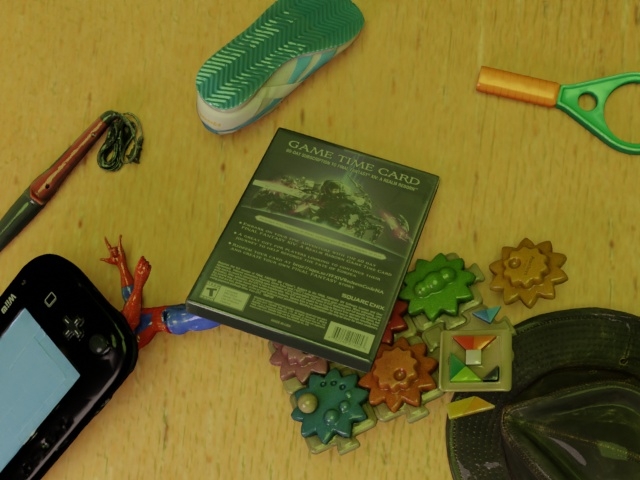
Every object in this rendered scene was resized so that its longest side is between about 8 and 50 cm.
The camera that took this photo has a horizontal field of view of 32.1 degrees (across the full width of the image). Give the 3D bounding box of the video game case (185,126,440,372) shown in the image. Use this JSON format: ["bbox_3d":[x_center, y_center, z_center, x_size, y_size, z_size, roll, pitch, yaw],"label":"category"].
[{"bbox_3d":[0.000,0.000,1.180,0.196,0.026,0.274,18,49,8],"label":"video game case"}]

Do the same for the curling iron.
[{"bbox_3d":[-0.313,-0.049,1.285,0.274,0.035,0.068,-41,80,-1],"label":"curling iron"}]

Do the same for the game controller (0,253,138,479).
[{"bbox_3d":[-0.329,0.167,1.199,0.166,0.067,0.319,44,108,8],"label":"game controller"}]

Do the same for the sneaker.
[{"bbox_3d":[-0.049,-0.205,1.261,0.229,0.092,0.087,-35,77,-20],"label":"sneaker"}]

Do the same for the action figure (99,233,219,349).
[{"bbox_3d":[-0.151,0.048,1.214,0.281,0.091,0.139,-14,96,10],"label":"action figure"}]

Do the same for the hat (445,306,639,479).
[{"bbox_3d":[0.266,0.208,1.103,0.332,0.134,0.331,-7,74,24],"label":"hat"}]

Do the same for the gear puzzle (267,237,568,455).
[{"bbox_3d":[0.111,0.092,1.183,0.339,0.044,0.175,-26,50,1],"label":"gear puzzle"}]

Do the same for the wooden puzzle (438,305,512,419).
[{"bbox_3d":[0.157,0.122,1.126,0.079,0.014,0.116,-7,60,9],"label":"wooden puzzle"}]

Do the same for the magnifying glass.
[{"bbox_3d":[0.291,-0.158,1.249,0.231,0.026,0.092,14,84,8],"label":"magnifying glass"}]
